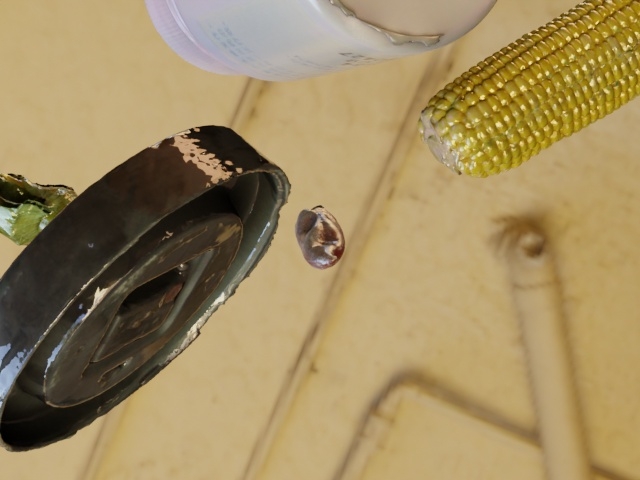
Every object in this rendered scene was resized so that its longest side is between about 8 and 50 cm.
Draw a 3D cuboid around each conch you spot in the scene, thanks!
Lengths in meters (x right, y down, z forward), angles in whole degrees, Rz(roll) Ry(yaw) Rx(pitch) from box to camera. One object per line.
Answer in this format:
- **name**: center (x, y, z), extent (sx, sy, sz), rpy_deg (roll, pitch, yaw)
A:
- **conch**: center (-0.273, -0.034, 1.510), extent (0.074, 0.121, 0.089), rpy_deg (-55, -12, -4)

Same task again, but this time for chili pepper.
- **chili pepper**: center (0.001, 0.001, 1.803), extent (0.050, 0.041, 0.153), rpy_deg (-45, 27, 11)

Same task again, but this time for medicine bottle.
- **medicine bottle**: center (-0.009, -0.248, 1.394), extent (0.378, 0.213, 0.214), rpy_deg (1, 69, 64)

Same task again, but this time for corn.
- **corn**: center (0.186, -0.124, 1.164), extent (0.248, 0.081, 0.081), rpy_deg (-30, 7, -11)

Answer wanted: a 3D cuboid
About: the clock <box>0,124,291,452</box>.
- **clock**: center (-0.138, 0.035, 1.156), extent (0.280, 0.055, 0.280), rpy_deg (-42, -15, -14)
